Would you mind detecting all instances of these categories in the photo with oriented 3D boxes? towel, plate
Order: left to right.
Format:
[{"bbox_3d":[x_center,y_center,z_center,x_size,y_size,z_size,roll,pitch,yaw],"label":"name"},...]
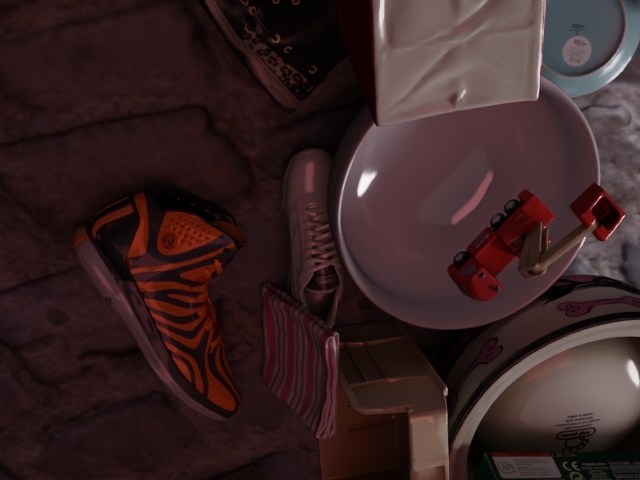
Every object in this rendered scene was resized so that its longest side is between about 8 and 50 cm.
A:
[{"bbox_3d":[-0.033,0.150,1.413,0.029,0.197,0.144,-9,111,-27],"label":"towel"},{"bbox_3d":[0.320,-0.268,1.397,0.188,0.024,0.188,-3,111,-9],"label":"plate"}]

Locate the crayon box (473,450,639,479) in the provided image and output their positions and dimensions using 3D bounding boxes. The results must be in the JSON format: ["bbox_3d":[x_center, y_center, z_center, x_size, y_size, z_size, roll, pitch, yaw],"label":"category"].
[{"bbox_3d":[0.351,0.425,1.473,0.363,0.106,0.313,3,123,-17],"label":"crayon box"}]

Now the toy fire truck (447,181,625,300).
[{"bbox_3d":[0.242,0.004,1.277,0.192,0.135,0.047,-46,115,5],"label":"toy fire truck"}]

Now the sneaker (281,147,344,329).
[{"bbox_3d":[0.000,0.000,1.412,0.090,0.095,0.235,-5,110,-6],"label":"sneaker"}]

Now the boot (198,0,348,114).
[{"bbox_3d":[-0.038,-0.285,1.300,0.178,0.085,0.236,-36,119,3],"label":"boot"}]

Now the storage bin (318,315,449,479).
[{"bbox_3d":[0.079,0.269,1.443,0.123,0.260,0.262,-8,112,-10],"label":"storage bin"}]

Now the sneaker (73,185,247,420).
[{"bbox_3d":[-0.151,0.074,1.399,0.180,0.124,0.321,-31,113,5],"label":"sneaker"}]

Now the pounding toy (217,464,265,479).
[{"bbox_3d":[-0.128,0.404,1.559,0.130,0.100,0.141,-21,116,-16],"label":"pounding toy"}]

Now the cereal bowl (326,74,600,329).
[{"bbox_3d":[0.164,-0.068,1.379,0.339,0.141,0.339,-5,112,-12],"label":"cereal bowl"}]

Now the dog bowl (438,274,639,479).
[{"bbox_3d":[0.336,0.223,1.489,0.408,0.150,0.408,-8,125,-11],"label":"dog bowl"}]

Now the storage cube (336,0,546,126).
[{"bbox_3d":[0.120,-0.260,1.173,0.184,0.193,0.215,-9,132,-6],"label":"storage cube"}]
